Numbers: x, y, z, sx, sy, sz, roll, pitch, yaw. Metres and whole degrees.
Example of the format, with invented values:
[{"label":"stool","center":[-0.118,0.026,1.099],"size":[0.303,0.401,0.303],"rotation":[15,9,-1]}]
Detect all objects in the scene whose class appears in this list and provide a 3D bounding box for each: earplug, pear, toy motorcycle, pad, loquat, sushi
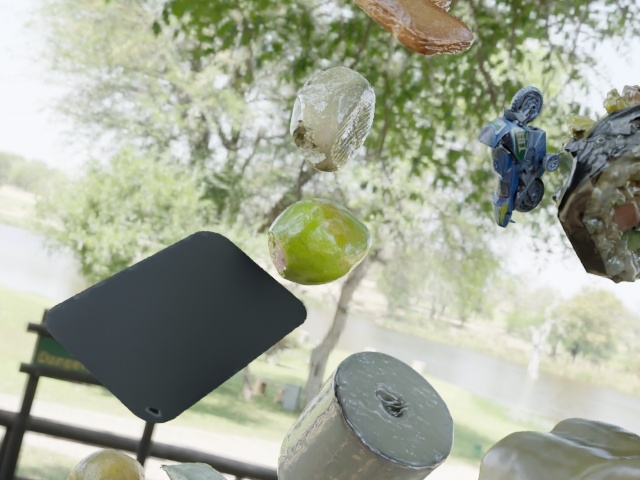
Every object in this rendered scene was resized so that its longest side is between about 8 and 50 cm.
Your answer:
[{"label":"earplug","center":[0.071,0.490,2.007],"size":[0.312,0.394,0.313],"rotation":[24,35,-18]},{"label":"pear","center":[0.000,0.000,1.831],"size":[0.219,0.187,0.187],"rotation":[-19,11,-21]},{"label":"toy motorcycle","center":[0.344,-0.145,1.553],"size":[0.135,0.254,0.092],"rotation":[-22,33,-18]},{"label":"pad","center":[-0.236,0.111,1.336],"size":[0.315,0.063,0.375],"rotation":[41,40,16]},{"label":"loquat","center":[-0.435,0.505,1.778],"size":[0.149,0.172,0.204],"rotation":[36,19,14]},{"label":"sushi","center":[0.571,-0.112,1.628],"size":[0.328,0.328,0.285],"rotation":[51,8,-32]}]

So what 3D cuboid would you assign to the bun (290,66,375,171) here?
[{"label":"bun","center":[0.010,-0.215,1.554],"size":[0.128,0.178,0.193],"rotation":[23,44,16]}]

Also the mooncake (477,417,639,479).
[{"label":"mooncake","center":[0.328,0.412,1.089],"size":[0.378,0.378,0.201],"rotation":[15,1,-20]}]

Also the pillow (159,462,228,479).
[{"label":"pillow","center":[-0.172,0.472,1.561],"size":[0.229,0.050,0.148],"rotation":[31,0,29]}]

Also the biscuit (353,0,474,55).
[{"label":"biscuit","center":[0.143,-0.323,1.222],"size":[0.186,0.036,0.192],"rotation":[-9,47,-40]}]
